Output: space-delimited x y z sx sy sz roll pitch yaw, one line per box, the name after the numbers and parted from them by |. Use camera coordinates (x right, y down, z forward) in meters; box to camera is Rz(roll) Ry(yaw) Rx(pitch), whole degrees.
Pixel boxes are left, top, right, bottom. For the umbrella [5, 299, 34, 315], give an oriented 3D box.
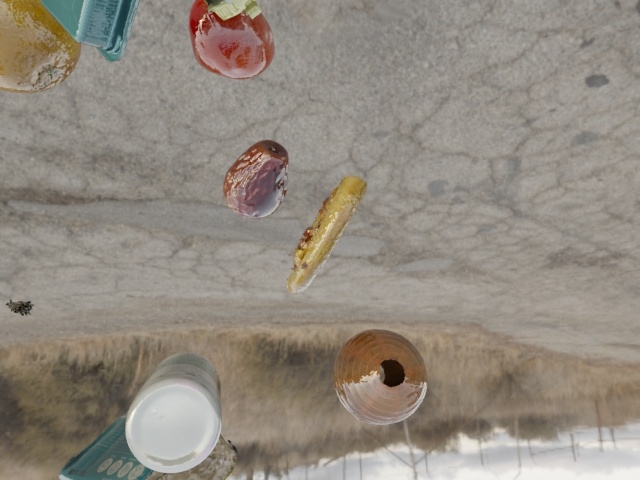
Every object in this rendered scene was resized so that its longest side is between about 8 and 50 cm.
-0.427 0.093 0.720 0.031 0.020 0.083 -17 -164 -42 | umbrella

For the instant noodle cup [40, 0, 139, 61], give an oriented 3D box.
-0.326 -0.363 0.716 0.070 0.157 0.179 -23 154 -52 | instant noodle cup

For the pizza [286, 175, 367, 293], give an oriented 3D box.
-0.002 -0.002 0.856 0.058 0.127 0.246 32 128 -1 | pizza

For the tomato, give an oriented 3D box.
-0.181 -0.412 1.036 0.187 0.151 0.187 25 155 13 | tomato

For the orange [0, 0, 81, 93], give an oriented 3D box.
-0.624 -0.433 1.024 0.274 0.275 0.274 -1 160 0 | orange

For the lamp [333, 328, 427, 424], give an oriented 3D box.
0.085 0.194 0.733 0.136 0.137 0.136 -1 160 0 | lamp

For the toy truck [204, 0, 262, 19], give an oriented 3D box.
-0.198 -0.491 0.862 0.124 0.272 0.157 -39 164 5 | toy truck

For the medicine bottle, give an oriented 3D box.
-0.165 0.187 0.608 0.095 0.095 0.260 4 174 -13 | medicine bottle

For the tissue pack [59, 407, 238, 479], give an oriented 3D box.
-0.309 0.409 0.917 0.270 0.134 0.192 -14 -159 42 | tissue pack

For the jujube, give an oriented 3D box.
-0.180 -0.177 1.488 0.189 0.190 0.255 9 134 -25 | jujube
